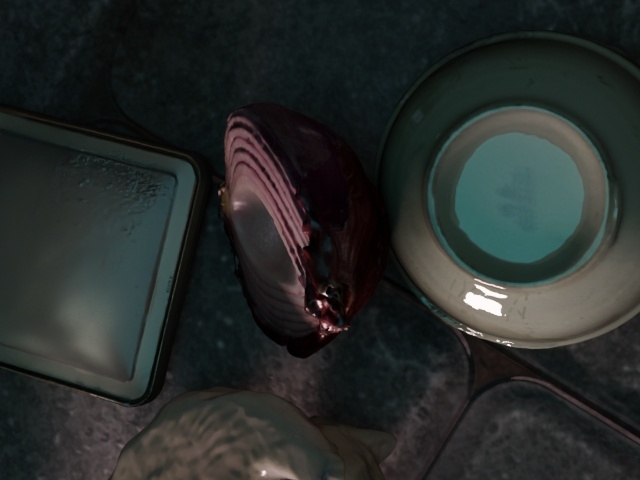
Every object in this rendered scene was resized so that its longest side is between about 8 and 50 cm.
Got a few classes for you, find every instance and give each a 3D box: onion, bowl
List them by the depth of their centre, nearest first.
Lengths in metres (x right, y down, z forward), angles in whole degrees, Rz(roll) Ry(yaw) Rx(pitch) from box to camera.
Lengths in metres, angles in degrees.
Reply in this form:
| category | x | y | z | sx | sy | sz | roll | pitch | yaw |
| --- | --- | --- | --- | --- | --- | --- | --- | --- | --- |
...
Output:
| category | x | y | z | sx | sy | sz | roll | pitch | yaw |
| --- | --- | --- | --- | --- | --- | --- | --- | --- | --- |
| onion | 0.000 | 0.000 | 1.233 | 0.120 | 0.283 | 0.227 | -12 | 122 | -17 |
| bowl | 0.192 | -0.045 | 1.234 | 0.307 | 0.163 | 0.307 | 1 | 95 | 13 |

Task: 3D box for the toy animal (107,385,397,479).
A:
| category | x | y | z | sx | sy | sz | roll | pitch | yaw |
| --- | --- | --- | --- | --- | --- | --- | --- | --- | --- |
| toy animal | -0.080 | 0.262 | 1.318 | 0.266 | 0.188 | 0.308 | 33 | 110 | 30 |

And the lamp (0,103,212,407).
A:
| category | x | y | z | sx | sy | sz | roll | pitch | yaw |
| --- | --- | --- | --- | --- | --- | --- | --- | --- | --- |
| lamp | -0.264 | 0.012 | 1.387 | 0.266 | 0.047 | 0.269 | 15 | 95 | 11 |
